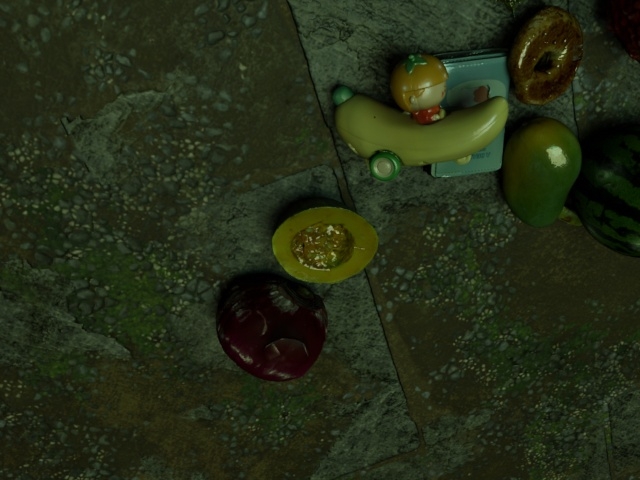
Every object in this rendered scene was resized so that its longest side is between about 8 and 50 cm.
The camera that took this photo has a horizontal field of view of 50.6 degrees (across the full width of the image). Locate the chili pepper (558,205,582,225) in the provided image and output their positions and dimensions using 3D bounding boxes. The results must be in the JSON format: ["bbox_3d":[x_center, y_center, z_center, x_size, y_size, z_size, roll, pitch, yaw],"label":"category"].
[{"bbox_3d":[0.533,-0.086,1.526,0.208,0.043,0.049,36,119,-27],"label":"chili pepper"}]

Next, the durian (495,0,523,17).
[{"bbox_3d":[0.326,-0.491,1.211,0.221,0.095,0.137,18,129,-34],"label":"durian"}]

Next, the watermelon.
[{"bbox_3d":[0.680,-0.105,1.415,0.286,0.285,0.284,-6,120,-10],"label":"watermelon"}]

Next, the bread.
[{"bbox_3d":[0.434,-0.357,1.312,0.193,0.064,0.193,-17,123,-27],"label":"bread"}]

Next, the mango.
[{"bbox_3d":[0.460,-0.141,1.426,0.157,0.114,0.250,12,134,16],"label":"mango"}]

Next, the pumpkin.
[{"bbox_3d":[0.001,-0.016,1.418,0.218,0.110,0.217,-6,133,-7],"label":"pumpkin"}]

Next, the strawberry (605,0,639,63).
[{"bbox_3d":[0.667,-0.440,1.202,0.292,0.310,0.291,-4,115,-9],"label":"strawberry"}]

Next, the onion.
[{"bbox_3d":[-0.116,0.190,1.440,0.207,0.206,0.216,32,107,-26],"label":"onion"}]

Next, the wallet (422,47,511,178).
[{"bbox_3d":[0.293,-0.252,1.360,0.176,0.075,0.250,-10,120,-12],"label":"wallet"}]

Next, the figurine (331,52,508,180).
[{"bbox_3d":[0.182,-0.239,1.261,0.325,0.124,0.222,-4,112,23],"label":"figurine"}]
